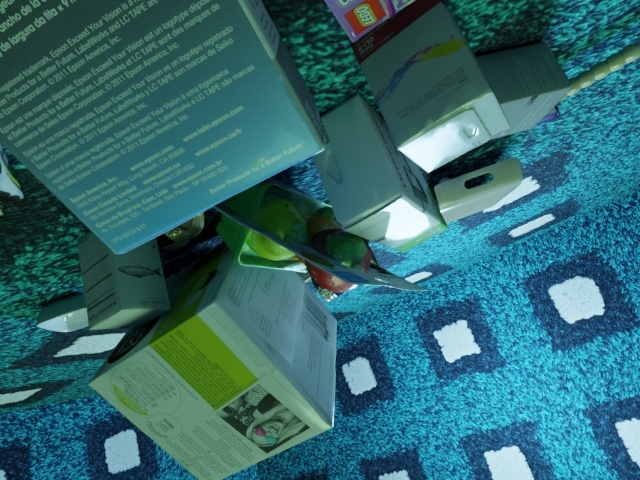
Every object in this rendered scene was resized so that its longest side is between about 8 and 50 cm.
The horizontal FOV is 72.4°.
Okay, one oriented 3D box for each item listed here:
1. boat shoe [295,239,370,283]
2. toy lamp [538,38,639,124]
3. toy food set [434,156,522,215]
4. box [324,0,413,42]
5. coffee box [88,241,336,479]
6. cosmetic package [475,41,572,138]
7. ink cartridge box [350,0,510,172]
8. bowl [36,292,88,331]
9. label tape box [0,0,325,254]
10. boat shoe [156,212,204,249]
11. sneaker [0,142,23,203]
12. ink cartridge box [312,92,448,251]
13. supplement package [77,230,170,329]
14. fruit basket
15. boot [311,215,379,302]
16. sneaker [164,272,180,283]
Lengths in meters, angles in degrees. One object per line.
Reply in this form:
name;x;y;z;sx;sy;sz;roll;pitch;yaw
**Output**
boat shoe;-0.006;0.059;1.257;0.335;0.112;0.095;-27;155;11
toy lamp;0.497;-0.301;0.807;0.274;0.080;0.080;-29;159;27
toy food set;0.388;-0.124;1.200;0.219;0.093;0.306;-20;169;0
box;0.048;-0.319;0.357;0.200;0.057;0.293;-27;160;20
coffee box;-0.195;0.232;0.947;0.334;0.338;0.338;-33;-161;18
cosmetic package;0.269;-0.234;0.736;0.237;0.107;0.127;-19;164;-10
ink cartridge box;0.146;-0.205;0.580;0.127;0.176;0.128;-29;158;26
bowl;-0.609;0.177;1.090;0.141;0.053;0.142;-18;160;-2
label tape box;-0.184;-0.182;0.371;0.249;0.115;0.348;-24;122;14
boat shoe;-0.274;-0.023;0.837;0.059;0.063;0.170;-24;169;-41
sneaker;-0.387;-0.105;0.462;0.111;0.122;0.299;-9;178;-35
ink cartridge box;0.109;-0.104;0.786;0.114;0.199;0.272;-29;159;22
supplement package;-0.369;0.064;0.818;0.105;0.180;0.105;-29;159;27
fruit basket;0.000;0.000;0.802;0.352;0.166;0.327;21;-176;33
boot;0.043;0.049;1.137;0.178;0.085;0.236;-28;119;8
sneaker;-0.337;0.126;1.141;0.297;0.111;0.129;-33;145;26
